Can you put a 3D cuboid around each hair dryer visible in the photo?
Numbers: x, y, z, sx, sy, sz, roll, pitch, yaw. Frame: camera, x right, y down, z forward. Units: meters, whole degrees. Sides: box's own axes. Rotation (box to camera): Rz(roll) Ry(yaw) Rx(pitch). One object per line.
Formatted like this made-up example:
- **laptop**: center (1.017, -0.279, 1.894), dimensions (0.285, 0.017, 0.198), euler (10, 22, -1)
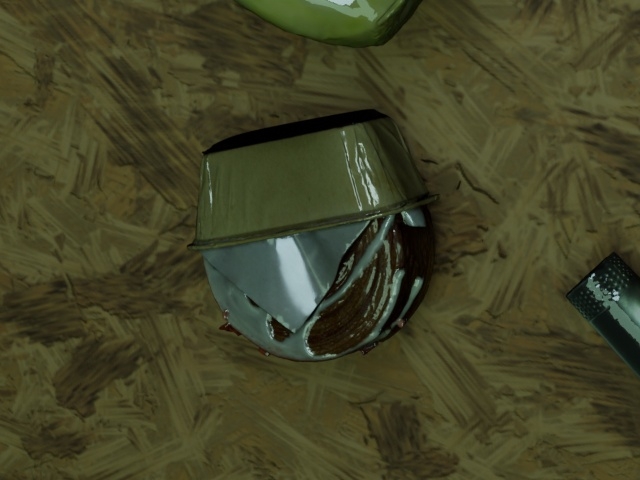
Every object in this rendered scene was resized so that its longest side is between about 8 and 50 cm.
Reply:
- **hair dryer**: center (0.379, 0.116, 1.542), dimensions (0.320, 0.156, 0.284), euler (52, 148, -3)

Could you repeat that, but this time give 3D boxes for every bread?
- **bread**: center (0.000, 0.000, 1.663), dimensions (0.224, 0.142, 0.212), euler (-10, 97, 25)

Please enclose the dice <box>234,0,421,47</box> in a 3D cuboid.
- **dice**: center (0.016, -0.307, 1.439), dimensions (0.238, 0.227, 0.233), euler (34, 122, 1)
